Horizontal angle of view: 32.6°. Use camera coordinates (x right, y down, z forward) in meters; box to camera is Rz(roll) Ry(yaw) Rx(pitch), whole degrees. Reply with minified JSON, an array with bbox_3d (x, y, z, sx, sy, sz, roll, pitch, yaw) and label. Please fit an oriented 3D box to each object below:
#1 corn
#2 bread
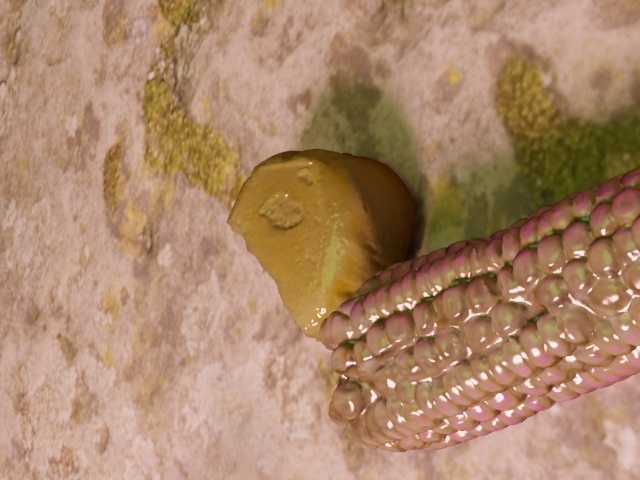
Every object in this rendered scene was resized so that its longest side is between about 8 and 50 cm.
[{"bbox_3d":[0.140,0.039,0.645,0.335,0.126,0.127,-25,66,39],"label":"corn"},{"bbox_3d":[0.007,-0.005,0.819,0.125,0.086,0.156,-48,54,23],"label":"bread"}]
